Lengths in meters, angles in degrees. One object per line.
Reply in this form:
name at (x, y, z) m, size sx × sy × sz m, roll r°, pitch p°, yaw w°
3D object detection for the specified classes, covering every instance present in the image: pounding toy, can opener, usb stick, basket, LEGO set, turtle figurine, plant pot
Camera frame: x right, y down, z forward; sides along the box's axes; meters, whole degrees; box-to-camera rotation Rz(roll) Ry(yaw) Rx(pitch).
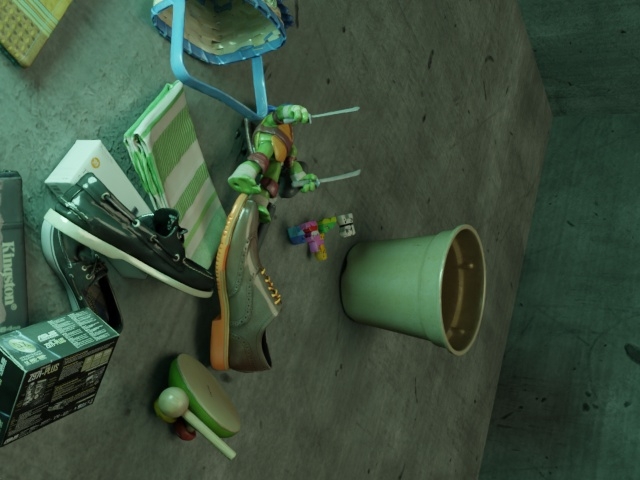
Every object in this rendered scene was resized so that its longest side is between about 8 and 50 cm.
pounding toy at (-0.246, 0.322, 1.489) m, size 0.183 × 0.110 × 0.237 m, roll 50°, pitch 4°, yaw -11°
can opener at (-0.115, -0.070, 1.726) m, size 0.074 × 0.093 × 0.280 m, roll 54°, pitch 52°, yaw -48°
usb stick at (-0.462, 0.037, 1.172) m, size 0.077 × 0.045 × 0.277 m, roll -10°, pitch 101°, yaw -60°
basket at (-0.183, -0.383, 1.463) m, size 0.255 × 0.201 × 0.288 m, roll 21°, pitch 64°, yaw -59°
LEGO set at (0.000, 0.000, 1.918) m, size 0.227 × 0.087 × 0.093 m, roll -14°, pitch 89°, yaw -59°
turtle figurine at (-0.051, -0.167, 1.637) m, size 0.266 × 0.275 × 0.198 m, roll -61°, pitch -176°, yaw -30°
plant pot at (0.235, 0.117, 2.117) m, size 0.334 × 0.306 × 0.333 m, roll -9°, pitch 100°, yaw -59°

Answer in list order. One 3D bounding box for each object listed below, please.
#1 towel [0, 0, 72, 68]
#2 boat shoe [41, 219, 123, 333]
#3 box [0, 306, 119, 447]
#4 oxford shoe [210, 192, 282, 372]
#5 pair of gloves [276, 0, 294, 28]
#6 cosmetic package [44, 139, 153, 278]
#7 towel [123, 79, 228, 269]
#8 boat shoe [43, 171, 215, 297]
towel at (-0.437, -0.477, 1.188) m, size 0.271 × 0.040 × 0.370 m, roll 52°, pitch 51°, yaw -47°
boat shoe at (-0.373, 0.059, 1.295) m, size 0.080 × 0.076 × 0.228 m, roll -41°, pitch 127°, yaw -52°
box at (-0.405, 0.197, 1.188) m, size 0.180 × 0.077 × 0.147 m, roll -21°, pitch 142°, yaw -57°
oxford shoe at (-0.135, 0.087, 1.591) m, size 0.130 × 0.133 × 0.363 m, roll -68°, pitch 164°, yaw -72°
pair of gloves at (-0.116, -0.520, 1.646) m, size 0.023 × 0.159 × 0.198 m, roll -34°, pitch 139°, yaw -6°
cosmetic package at (-0.347, -0.048, 1.348) m, size 0.239 × 0.060 × 0.098 m, roll 61°, pitch 41°, yaw -42°
towel at (-0.248, -0.102, 1.476) m, size 0.248 × 0.038 × 0.324 m, roll -74°, pitch 152°, yaw -55°
boat shoe at (-0.273, -0.009, 1.293) m, size 0.340 × 0.127 × 0.113 m, roll 33°, pitch 86°, yaw -43°
